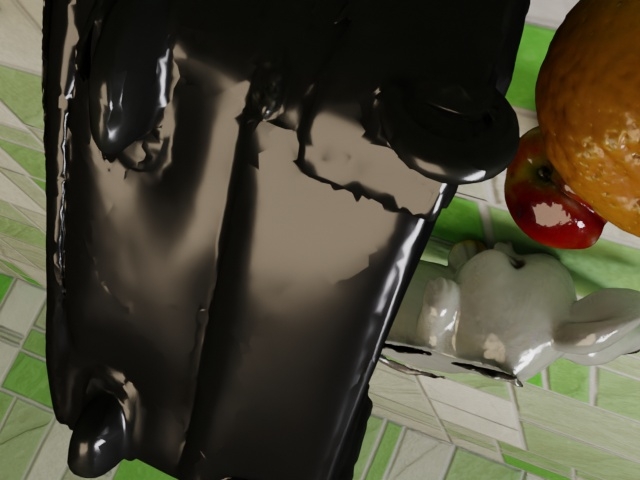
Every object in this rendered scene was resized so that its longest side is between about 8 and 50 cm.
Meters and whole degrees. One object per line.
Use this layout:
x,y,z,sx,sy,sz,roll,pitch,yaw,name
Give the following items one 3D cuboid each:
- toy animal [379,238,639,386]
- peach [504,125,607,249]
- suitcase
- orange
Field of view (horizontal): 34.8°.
0.183,0.082,1.102,0.325,0.154,0.208,13,167,19,toy animal
0.192,-0.043,0.800,0.100,0.101,0.101,22,164,7,peach
0.003,-0.056,0.528,0.188,0.339,0.345,21,136,8,suitcase
0.210,-0.077,0.561,0.177,0.155,0.177,18,155,9,orange
